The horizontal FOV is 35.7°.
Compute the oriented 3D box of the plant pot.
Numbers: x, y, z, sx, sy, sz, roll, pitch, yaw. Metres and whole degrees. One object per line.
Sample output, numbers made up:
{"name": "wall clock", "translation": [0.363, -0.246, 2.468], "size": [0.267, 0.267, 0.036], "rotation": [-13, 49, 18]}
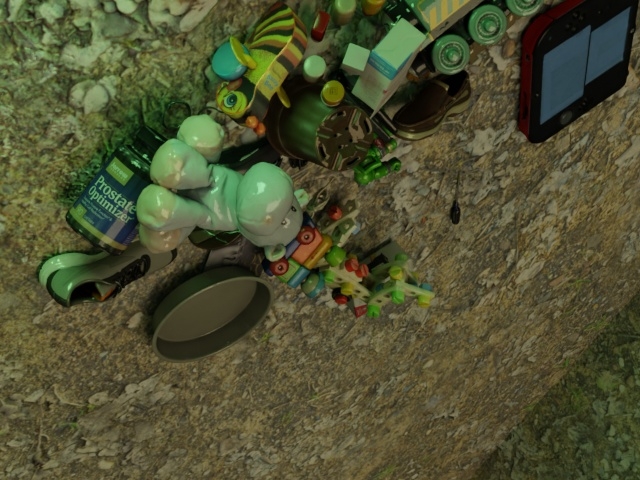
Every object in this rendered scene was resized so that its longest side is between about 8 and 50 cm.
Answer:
{"name": "plant pot", "translation": [0.004, -0.211, 1.864], "size": [0.167, 0.165, 0.167], "rotation": [-12, 116, -26]}

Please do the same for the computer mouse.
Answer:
{"name": "computer mouse", "translation": [-0.113, -0.174, 1.943], "size": [0.262, 0.060, 0.184], "rotation": [-18, 141, -29]}

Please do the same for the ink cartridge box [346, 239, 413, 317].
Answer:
{"name": "ink cartridge box", "translation": [0.138, 0.096, 2.464], "size": [0.175, 0.072, 0.127], "rotation": [-32, 151, -12]}

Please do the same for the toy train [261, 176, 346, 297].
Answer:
{"name": "toy train", "translation": [0.000, 0.000, 2.136], "size": [0.143, 0.105, 0.248], "rotation": [37, 99, -23]}

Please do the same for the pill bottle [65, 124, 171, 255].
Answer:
{"name": "pill bottle", "translation": [-0.340, -0.091, 1.761], "size": [0.219, 0.123, 0.123], "rotation": [-52, 145, 3]}

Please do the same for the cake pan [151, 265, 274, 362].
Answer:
{"name": "cake pan", "translation": [-0.241, 0.159, 2.177], "size": [0.293, 0.054, 0.293], "rotation": [-24, 150, -15]}

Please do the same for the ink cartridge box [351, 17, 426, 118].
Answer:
{"name": "ink cartridge box", "translation": [0.121, -0.318, 1.866], "size": [0.104, 0.061, 0.181], "rotation": [-49, 175, -27]}

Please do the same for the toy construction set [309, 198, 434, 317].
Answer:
{"name": "toy construction set", "translation": [0.091, 0.057, 2.267], "size": [0.215, 0.151, 0.327], "rotation": [-17, 127, 38]}

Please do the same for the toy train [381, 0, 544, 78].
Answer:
{"name": "toy train", "translation": [0.274, -0.462, 1.895], "size": [0.334, 0.142, 0.190], "rotation": [-38, 112, 6]}

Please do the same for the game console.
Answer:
{"name": "game console", "translation": [0.612, -0.426, 2.337], "size": [0.342, 0.060, 0.386], "rotation": [-30, 145, -13]}

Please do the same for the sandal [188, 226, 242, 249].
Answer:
{"name": "sandal", "translation": [-0.169, -0.051, 2.030], "size": [0.219, 0.090, 0.060], "rotation": [-38, 168, -14]}

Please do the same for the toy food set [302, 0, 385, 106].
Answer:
{"name": "toy food set", "translation": [0.033, -0.353, 1.800], "size": [0.104, 0.111, 0.232], "rotation": [139, -30, -84]}

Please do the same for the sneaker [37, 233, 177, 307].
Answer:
{"name": "sneaker", "translation": [-0.396, 0.066, 1.911], "size": [0.271, 0.108, 0.100], "rotation": [-19, 139, -30]}

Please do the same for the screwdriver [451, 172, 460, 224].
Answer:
{"name": "screwdriver", "translation": [0.340, -0.106, 2.487], "size": [0.024, 0.025, 0.170], "rotation": [-24, 134, -20]}

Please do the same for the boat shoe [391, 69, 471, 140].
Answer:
{"name": "boat shoe", "translation": [0.231, -0.294, 2.082], "size": [0.257, 0.095, 0.095], "rotation": [-38, 146, -45]}

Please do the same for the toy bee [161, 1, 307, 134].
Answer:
{"name": "toy bee", "translation": [-0.117, -0.264, 1.751], "size": [0.195, 0.162, 0.298], "rotation": [5, 126, -48]}

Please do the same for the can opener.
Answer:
{"name": "can opener", "translation": [0.086, -0.267, 1.963], "size": [0.059, 0.073, 0.186], "rotation": [-45, 114, -17]}

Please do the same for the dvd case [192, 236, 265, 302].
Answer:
{"name": "dvd case", "translation": [-0.182, 0.042, 2.161], "size": [0.164, 0.018, 0.221], "rotation": [-6, 134, -39]}

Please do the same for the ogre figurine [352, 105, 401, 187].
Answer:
{"name": "ogre figurine", "translation": [0.106, -0.194, 2.097], "size": [0.118, 0.097, 0.197], "rotation": [-41, 159, -19]}

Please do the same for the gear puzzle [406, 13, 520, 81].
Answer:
{"name": "gear puzzle", "translation": [0.306, -0.445, 2.051], "size": [0.339, 0.044, 0.175], "rotation": [-40, 146, 5]}

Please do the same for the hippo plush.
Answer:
{"name": "hippo plush", "translation": [-0.160, -0.044, 1.710], "size": [0.234, 0.236, 0.294], "rotation": [-59, 164, -23]}
